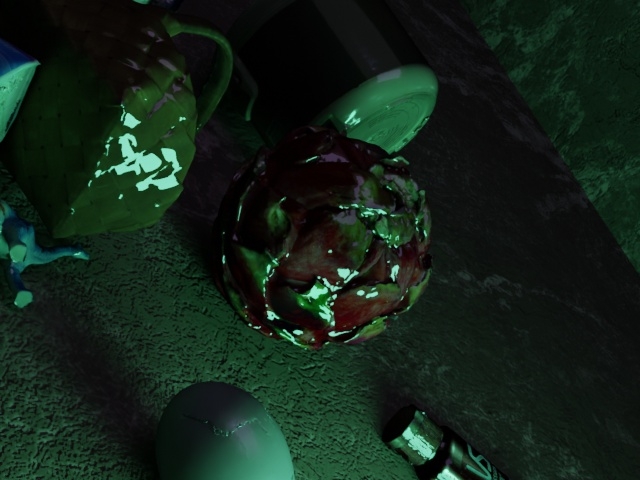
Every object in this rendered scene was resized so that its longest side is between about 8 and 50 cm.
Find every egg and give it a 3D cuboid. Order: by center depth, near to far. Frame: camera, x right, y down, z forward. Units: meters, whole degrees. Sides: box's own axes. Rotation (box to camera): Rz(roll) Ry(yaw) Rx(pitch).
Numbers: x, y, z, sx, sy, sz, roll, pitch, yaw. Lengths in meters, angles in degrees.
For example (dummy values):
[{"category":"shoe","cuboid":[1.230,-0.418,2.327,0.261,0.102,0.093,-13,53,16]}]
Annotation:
[{"category":"egg","cuboid":[-0.107,0.255,1.366,0.198,0.146,0.146,58,27,3]}]

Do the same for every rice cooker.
[{"category":"rice cooker","cuboid":[0.001,-0.291,2.086,0.325,0.335,0.335,56,27,14]}]

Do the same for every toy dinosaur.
[{"category":"toy dinosaur","cuboid":[-0.382,-0.012,1.383,0.329,0.076,0.144,30,20,-39]}]

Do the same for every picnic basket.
[{"category":"picnic basket","cuboid":[-0.250,-0.173,1.541,0.337,0.293,0.337,24,31,-16]}]

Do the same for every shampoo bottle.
[{"category":"shampoo bottle","cuboid":[0.232,0.370,1.805,0.323,0.084,0.129,42,24,-13]}]

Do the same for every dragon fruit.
[{"category":"dragon fruit","cuboid":[-0.002,0.001,1.692,0.329,0.329,0.329,36,29,-24]}]

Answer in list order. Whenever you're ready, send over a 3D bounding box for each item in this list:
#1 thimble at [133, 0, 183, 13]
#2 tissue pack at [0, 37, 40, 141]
[{"category":"thimble","cuboid":[-0.297,-0.352,1.794,0.150,0.237,0.237,40,28,-13]},{"category":"tissue pack","cuboid":[-0.480,-0.198,1.332,0.263,0.146,0.198,32,23,-2]}]
